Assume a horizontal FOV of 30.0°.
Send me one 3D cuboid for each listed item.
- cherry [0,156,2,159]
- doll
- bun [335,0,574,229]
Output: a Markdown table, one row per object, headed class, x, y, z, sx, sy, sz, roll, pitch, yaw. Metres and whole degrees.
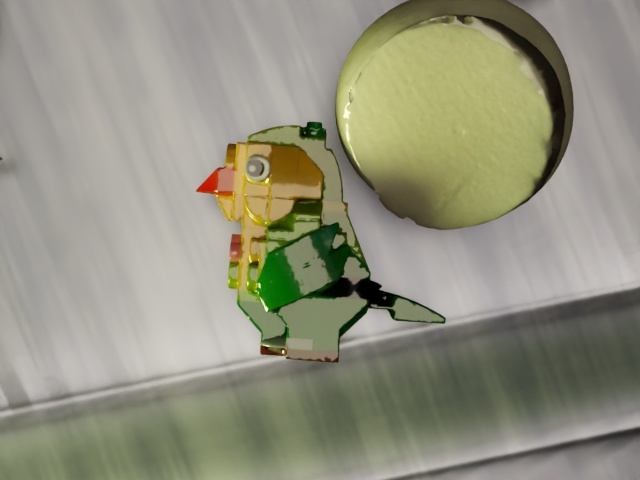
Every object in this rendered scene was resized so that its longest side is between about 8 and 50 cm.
| class | x | y | z | sx | sy | sz | roll | pitch | yaw |
| --- | --- | --- | --- | --- | --- | --- | --- | --- | --- |
| cherry | -0.286 | -0.172 | 0.880 | 0.188 | 0.115 | 0.148 | 27 | 50 | -9 |
| doll | -0.008 | 0.004 | 0.879 | 0.134 | 0.106 | 0.186 | -25 | 90 | 2 |
| bun | 0.100 | -0.102 | 0.877 | 0.172 | 0.120 | 0.173 | 4 | 114 | 10 |
